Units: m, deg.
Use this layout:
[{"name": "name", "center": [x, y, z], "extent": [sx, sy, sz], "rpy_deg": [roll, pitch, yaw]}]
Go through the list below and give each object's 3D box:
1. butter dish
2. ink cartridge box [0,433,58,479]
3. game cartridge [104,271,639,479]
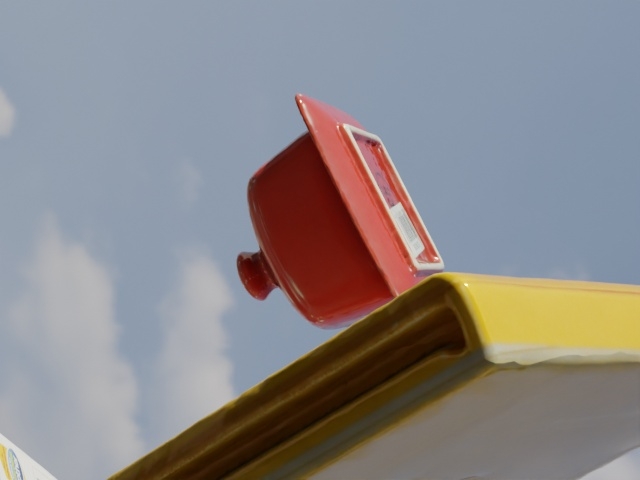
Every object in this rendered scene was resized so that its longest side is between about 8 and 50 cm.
[{"name": "butter dish", "center": [0.000, 0.000, 1.060], "extent": [0.118, 0.160, 0.160], "rpy_deg": [-29, -97, 12]}, {"name": "ink cartridge box", "center": [-0.246, 0.301, 1.224], "extent": [0.151, 0.395, 0.270], "rpy_deg": [-26, -127, 5]}, {"name": "game cartridge", "center": [0.060, 0.099, 0.808], "extent": [0.285, 0.324, 0.052], "rpy_deg": [-34, -111, 32]}]
